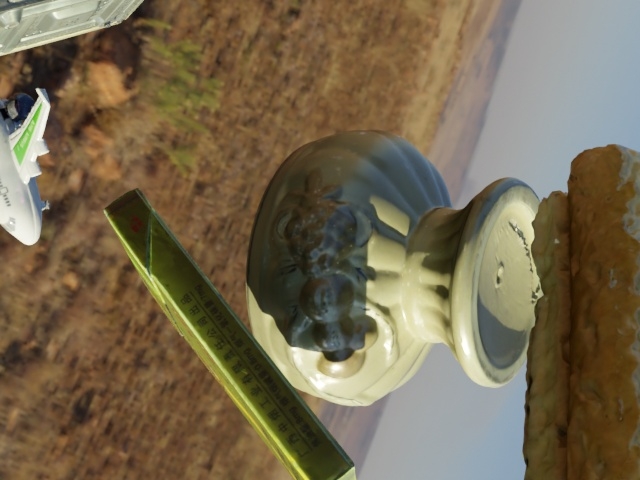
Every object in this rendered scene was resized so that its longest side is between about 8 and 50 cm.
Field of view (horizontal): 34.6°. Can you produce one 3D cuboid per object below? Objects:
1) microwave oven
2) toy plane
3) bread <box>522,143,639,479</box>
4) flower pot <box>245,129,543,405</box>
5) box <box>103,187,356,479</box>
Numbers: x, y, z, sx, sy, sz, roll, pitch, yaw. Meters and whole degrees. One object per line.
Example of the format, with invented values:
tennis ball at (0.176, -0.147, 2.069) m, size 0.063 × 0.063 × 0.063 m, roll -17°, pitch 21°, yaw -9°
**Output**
microwave oven at (-0.310, -0.293, 1.106) m, size 0.240 × 0.145 × 0.194 m, roll -24°, pitch -175°, yaw -34°
toy plane at (-0.418, -0.118, 1.345) m, size 0.101 × 0.251 × 0.255 m, roll -41°, pitch 113°, yaw -56°
bread at (0.296, 0.114, 0.853) m, size 0.165 × 0.236 × 0.375 m, roll 126°, pitch -21°, yaw -50°
flower pot at (0.091, 0.032, 1.086) m, size 0.307 × 0.244 × 0.308 m, roll -11°, pitch 102°, yaw -57°
box at (-0.078, 0.106, 0.918) m, size 0.043 × 0.311 × 0.173 m, roll -36°, pitch 161°, yaw -12°
